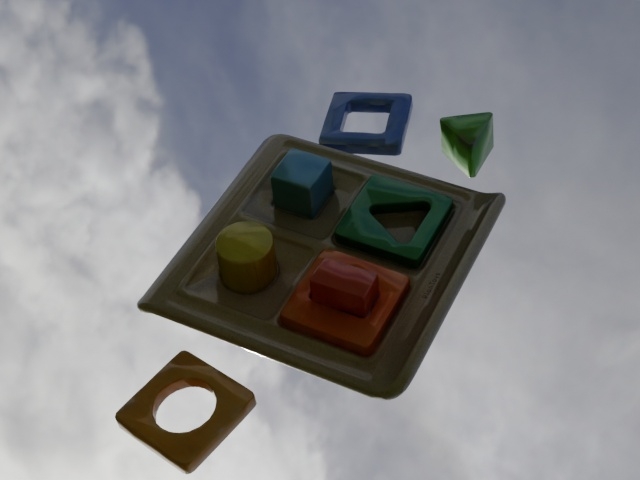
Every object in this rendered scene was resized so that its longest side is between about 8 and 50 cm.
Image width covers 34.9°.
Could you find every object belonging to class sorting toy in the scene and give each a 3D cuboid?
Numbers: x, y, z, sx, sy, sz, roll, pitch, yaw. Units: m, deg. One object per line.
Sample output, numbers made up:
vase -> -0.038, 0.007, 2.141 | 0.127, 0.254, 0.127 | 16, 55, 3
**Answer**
sorting toy -> 0.000, 0.000, 0.663 | 0.196, 0.347, 0.047 | 15, -39, 24
